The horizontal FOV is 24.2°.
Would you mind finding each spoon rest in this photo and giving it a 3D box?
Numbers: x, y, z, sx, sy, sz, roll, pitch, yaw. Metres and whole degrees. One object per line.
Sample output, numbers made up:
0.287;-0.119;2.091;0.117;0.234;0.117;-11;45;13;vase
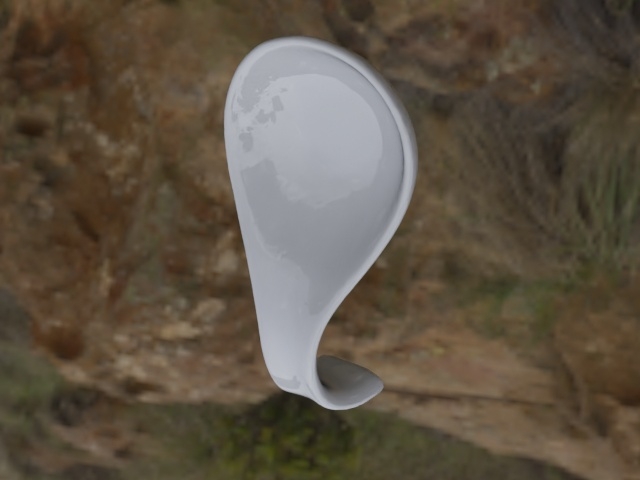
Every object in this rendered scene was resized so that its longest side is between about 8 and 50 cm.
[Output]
0.000;0.000;0.946;0.137;0.084;0.276;18;128;28;spoon rest
